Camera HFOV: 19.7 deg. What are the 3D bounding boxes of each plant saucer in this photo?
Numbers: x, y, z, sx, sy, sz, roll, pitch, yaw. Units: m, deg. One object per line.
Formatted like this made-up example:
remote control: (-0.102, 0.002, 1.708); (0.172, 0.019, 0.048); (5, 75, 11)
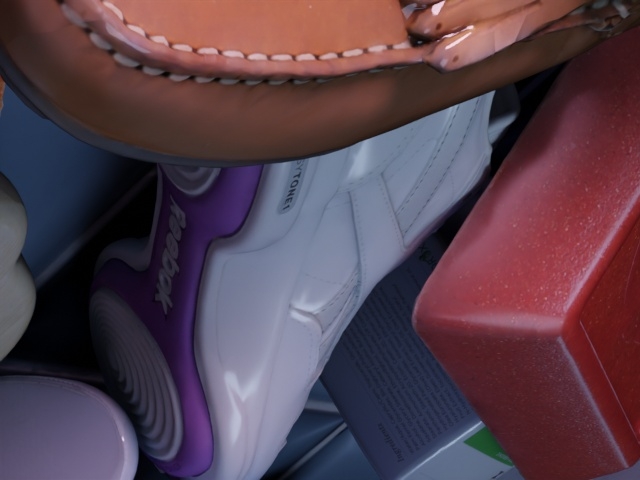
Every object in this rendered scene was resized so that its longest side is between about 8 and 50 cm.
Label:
plant saucer: (0.152, -0.023, 0.782); (0.258, 0.048, 0.259); (-57, 155, -10)

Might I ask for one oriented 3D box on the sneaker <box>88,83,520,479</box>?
sneaker: (0.000, 0.000, 0.697); (0.152, 0.114, 0.305); (-17, 151, -28)

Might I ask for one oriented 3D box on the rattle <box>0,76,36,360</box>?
rattle: (-0.131, 0.045, 0.608); (0.130, 0.142, 0.199); (10, 140, -32)

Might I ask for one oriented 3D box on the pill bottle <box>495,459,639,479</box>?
pill bottle: (0.160, 0.201, 1.226); (0.130, 0.130, 0.245); (-28, 155, -11)

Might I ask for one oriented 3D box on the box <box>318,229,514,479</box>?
box: (0.056, 0.062, 0.890); (0.087, 0.102, 0.101); (-36, 156, 10)

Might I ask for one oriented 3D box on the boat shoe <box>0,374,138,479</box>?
boat shoe: (-0.166, 0.121, 0.751); (0.228, 0.080, 0.076); (-30, 166, 13)

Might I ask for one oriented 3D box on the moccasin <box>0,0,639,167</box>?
moccasin: (0.070, -0.110, 0.521); (0.380, 0.139, 0.147); (-11, 169, -37)
